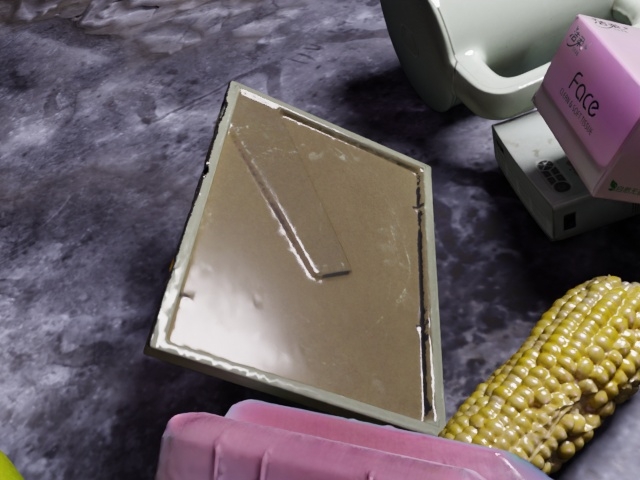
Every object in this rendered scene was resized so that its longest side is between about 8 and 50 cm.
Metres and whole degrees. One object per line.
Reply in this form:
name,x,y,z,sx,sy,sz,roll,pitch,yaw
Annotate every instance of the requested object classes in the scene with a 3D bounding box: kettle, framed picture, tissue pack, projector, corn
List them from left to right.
framed picture,0.000,0.000,0.603,0.247,0.022,0.335,21,44,-15
corn,0.155,0.128,0.482,0.288,0.087,0.086,-41,47,-17
kettle,0.261,-0.281,0.788,0.317,0.205,0.265,-24,79,-4
projector,0.253,-0.075,0.663,0.115,0.061,0.147,-20,43,3
tissue pack,0.329,-0.096,0.558,0.246,0.093,0.149,7,42,-15

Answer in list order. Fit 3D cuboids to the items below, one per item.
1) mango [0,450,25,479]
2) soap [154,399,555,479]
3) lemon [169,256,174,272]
mango,-0.285,0.254,0.485,0.175,0.143,0.293,-39,55,-16
soap,0.061,0.213,0.358,0.323,0.109,0.193,5,85,23
lemon,-0.078,0.033,0.643,0.155,0.114,0.114,-6,45,22
